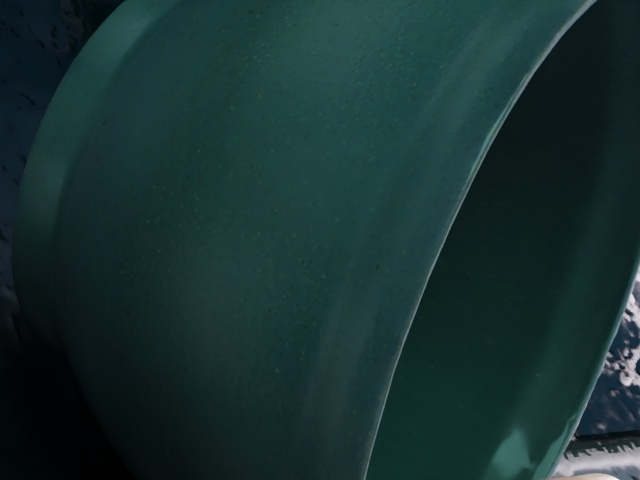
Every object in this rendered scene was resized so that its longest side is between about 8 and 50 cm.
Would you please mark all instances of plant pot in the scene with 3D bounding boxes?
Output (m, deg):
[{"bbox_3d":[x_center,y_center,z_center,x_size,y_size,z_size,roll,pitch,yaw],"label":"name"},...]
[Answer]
[{"bbox_3d":[0.000,0.000,0.767,0.196,0.293,0.293,22,39,21],"label":"plant pot"}]

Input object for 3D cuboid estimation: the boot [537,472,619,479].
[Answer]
[{"bbox_3d":[0.097,0.219,0.704,0.207,0.090,0.248,-19,87,-57],"label":"boot"}]
